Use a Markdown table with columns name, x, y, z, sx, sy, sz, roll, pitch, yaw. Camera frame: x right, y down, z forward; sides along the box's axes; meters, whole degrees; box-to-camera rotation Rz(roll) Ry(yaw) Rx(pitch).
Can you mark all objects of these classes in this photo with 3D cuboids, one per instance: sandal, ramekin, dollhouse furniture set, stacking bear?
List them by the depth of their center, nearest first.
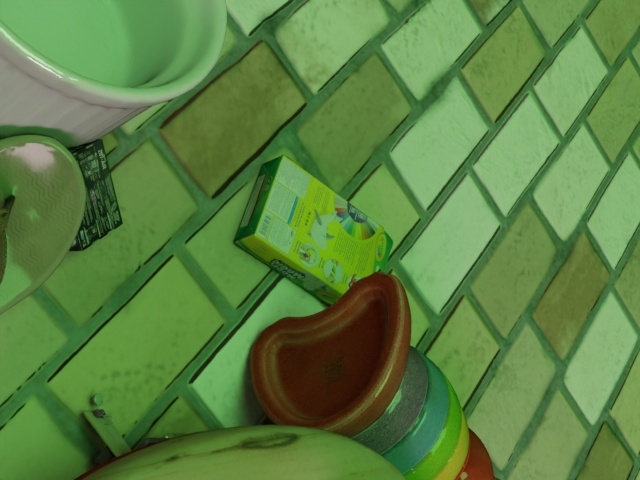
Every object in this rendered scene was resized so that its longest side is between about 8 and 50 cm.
| name | x | y | z | sx | sy | sz | roll | pitch | yaw |
| --- | --- | --- | --- | --- | --- | --- | --- | --- | --- |
| sandal | -0.291 | 0.034 | 0.751 | 0.303 | 0.086 | 0.120 | -43 | 114 | -27 |
| ramekin | -0.226 | -0.211 | 0.844 | 0.277 | 0.135 | 0.277 | 25 | 51 | -35 |
| dollhouse furniture set | -0.169 | 0.185 | 0.911 | 0.081 | 0.091 | 0.114 | 45 | 13 | 27 |
| stacking bear | 0.082 | 0.197 | 1.032 | 0.289 | 0.175 | 0.164 | 48 | 23 | -37 |

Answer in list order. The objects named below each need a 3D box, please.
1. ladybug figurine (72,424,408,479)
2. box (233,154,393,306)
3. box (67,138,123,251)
| name | x | y | z | sx | sy | sz | roll | pitch | yaw |
| --- | --- | --- | --- | --- | --- | --- | --- | --- | --- |
| ladybug figurine | -0.091 | 0.293 | 0.827 | 0.449 | 0.162 | 0.305 | 4 | 93 | -40 |
| box | 0.000 | 0.000 | 1.083 | 0.179 | 0.043 | 0.105 | 34 | 59 | -27 |
| box | -0.209 | -0.041 | 0.895 | 0.067 | 0.018 | 0.083 | -46 | 130 | -57 |
